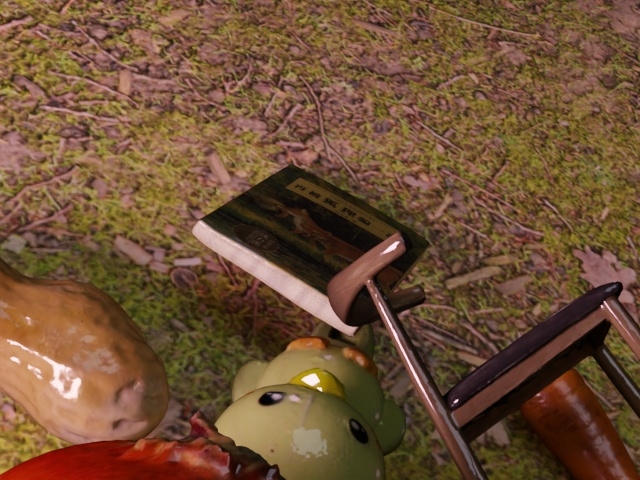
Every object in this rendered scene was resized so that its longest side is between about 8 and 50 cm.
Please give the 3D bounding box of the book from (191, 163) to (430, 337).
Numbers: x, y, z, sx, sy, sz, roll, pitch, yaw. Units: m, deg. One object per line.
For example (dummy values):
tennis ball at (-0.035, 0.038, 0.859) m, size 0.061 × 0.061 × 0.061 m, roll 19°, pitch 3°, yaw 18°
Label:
book at (0.000, 0.000, 1.069) m, size 0.160 × 0.024 × 0.228 m, roll 31°, pitch 23°, yaw 9°

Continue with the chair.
chair at (0.145, 0.100, 0.864) m, size 0.166 × 0.188 × 0.272 m, roll -35°, pitch 74°, yaw -1°

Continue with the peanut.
peanut at (-0.227, 0.065, 0.906) m, size 0.263 × 0.101 × 0.117 m, roll 26°, pitch 17°, yaw 6°

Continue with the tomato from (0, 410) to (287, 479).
tomato at (-0.086, 0.263, 0.639) m, size 0.321 × 0.321 × 0.322 m, roll 12°, pitch 44°, yaw -12°

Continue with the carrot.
carrot at (0.245, 0.199, 1.013) m, size 0.061 × 0.061 × 0.257 m, roll -21°, pitch 65°, yaw -37°

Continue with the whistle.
whistle at (-0.003, 0.123, 0.918) m, size 0.141 × 0.141 × 0.294 m, roll 22°, pitch 42°, yaw -1°
